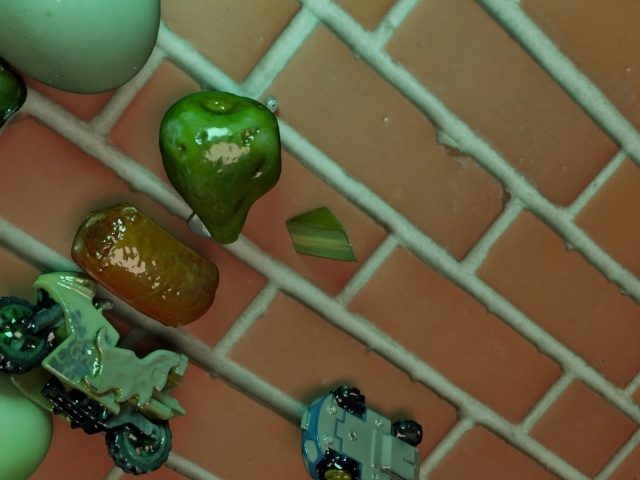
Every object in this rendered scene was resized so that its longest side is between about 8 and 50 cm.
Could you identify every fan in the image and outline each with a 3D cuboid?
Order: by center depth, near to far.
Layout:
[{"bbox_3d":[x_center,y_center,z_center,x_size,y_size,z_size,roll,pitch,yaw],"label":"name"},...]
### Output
[{"bbox_3d":[-0.146,-0.127,1.463,0.057,0.023,0.282,30,101,-18],"label":"fan"}]

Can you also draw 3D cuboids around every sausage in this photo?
[{"bbox_3d":[-0.293,0.046,1.411,0.268,0.153,0.141,38,82,-28],"label":"sausage"}]

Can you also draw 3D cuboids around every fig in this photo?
[{"bbox_3d":[-0.168,-0.103,1.378,0.206,0.206,0.275,-2,124,-16],"label":"fig"}]

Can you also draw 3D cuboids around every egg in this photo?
[{"bbox_3d":[-0.378,-0.387,1.150,0.276,0.276,0.389,-29,119,-4],"label":"egg"},{"bbox_3d":[-0.578,0.317,1.382,0.220,0.220,0.270,-51,150,6],"label":"egg"}]

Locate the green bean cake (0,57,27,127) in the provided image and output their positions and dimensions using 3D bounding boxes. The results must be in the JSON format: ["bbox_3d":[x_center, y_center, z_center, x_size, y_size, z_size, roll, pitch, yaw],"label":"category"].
[{"bbox_3d":[-0.590,-0.220,1.194,0.250,0.156,0.247,-43,105,-2],"label":"green bean cake"}]

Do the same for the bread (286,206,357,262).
[{"bbox_3d":[0.002,0.002,1.490,0.084,0.139,0.074,-23,116,-8],"label":"bread"}]

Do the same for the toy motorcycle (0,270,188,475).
[{"bbox_3d":[-0.388,0.212,1.411,0.169,0.237,0.410,-22,120,36],"label":"toy motorcycle"}]

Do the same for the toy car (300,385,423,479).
[{"bbox_3d":[0.073,0.436,1.670,0.314,0.198,0.166,31,130,-23],"label":"toy car"}]
